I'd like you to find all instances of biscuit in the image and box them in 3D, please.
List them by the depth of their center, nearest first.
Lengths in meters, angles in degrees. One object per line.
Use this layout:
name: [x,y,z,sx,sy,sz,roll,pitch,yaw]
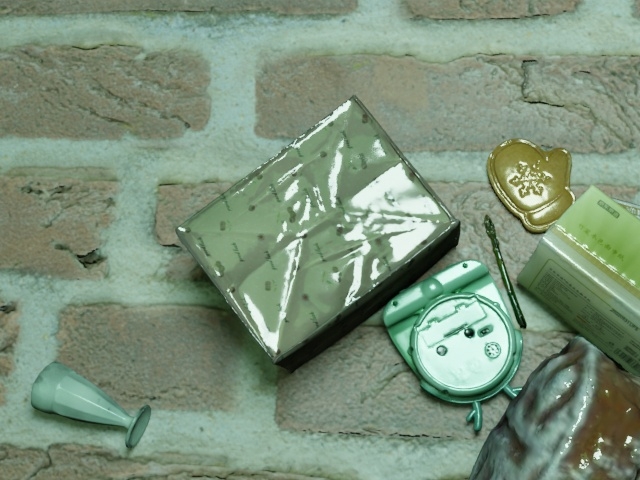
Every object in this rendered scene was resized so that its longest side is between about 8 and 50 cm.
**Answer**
biscuit: [0.299,-0.087,1.285,0.118,0.023,0.140,-41,75,-2]

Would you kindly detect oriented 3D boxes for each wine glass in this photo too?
wine glass: [-0.317,0.229,1.281,0.155,0.073,0.073,23,82,9]

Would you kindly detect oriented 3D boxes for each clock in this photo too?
clock: [0.193,0.141,1.229,0.159,0.066,0.211,-31,76,1]

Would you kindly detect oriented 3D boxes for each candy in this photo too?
candy: [0.284,0.265,1.103,0.157,0.214,0.289,29,99,-2]

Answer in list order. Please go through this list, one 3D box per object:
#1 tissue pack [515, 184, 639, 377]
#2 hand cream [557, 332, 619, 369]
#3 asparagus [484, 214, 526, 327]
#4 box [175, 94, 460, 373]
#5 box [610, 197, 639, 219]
tissue pack: [0.382,0.064,1.164,0.234,0.159,0.125,40,74,15]
hand cream: [0.389,0.211,1.194,0.078,0.050,0.205,-40,71,-11]
asparagus: [0.252,0.042,1.268,0.013,0.016,0.166,-27,73,36]
box: [0.000,0.000,1.226,0.297,0.190,0.225,-38,77,-1]
box: [0.481,0.001,1.231,0.218,0.039,0.055,18,80,12]
